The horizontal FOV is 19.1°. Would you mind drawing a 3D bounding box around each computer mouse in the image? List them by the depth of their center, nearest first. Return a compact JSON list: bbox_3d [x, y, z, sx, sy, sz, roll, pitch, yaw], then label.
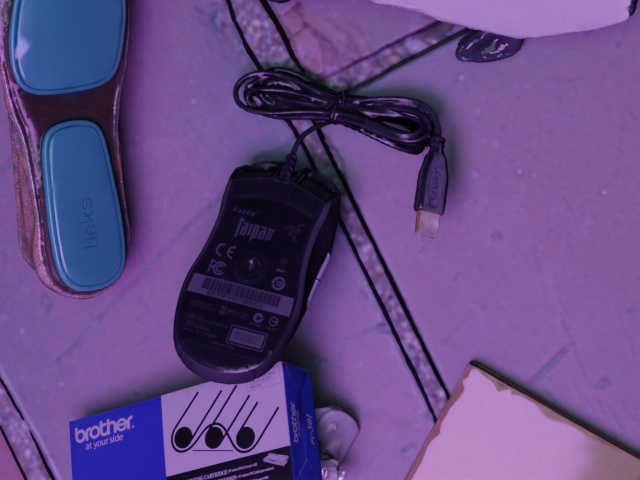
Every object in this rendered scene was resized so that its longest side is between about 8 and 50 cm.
[{"bbox_3d":[0.000,0.000,1.465,0.184,0.060,0.262,9,70,13],"label":"computer mouse"}]

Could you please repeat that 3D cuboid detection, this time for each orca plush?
[{"bbox_3d":[0.098,-0.218,1.457,0.287,0.102,0.151,-5,138,21],"label":"orca plush"}]

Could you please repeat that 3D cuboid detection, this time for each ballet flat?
[{"bbox_3d":[-0.210,-0.113,1.493,0.108,0.106,0.316,-3,100,-25],"label":"ballet flat"}]

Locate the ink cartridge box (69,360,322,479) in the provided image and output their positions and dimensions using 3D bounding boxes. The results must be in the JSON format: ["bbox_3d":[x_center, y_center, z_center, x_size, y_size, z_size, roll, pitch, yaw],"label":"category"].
[{"bbox_3d":[-0.100,0.167,1.483,0.207,0.046,0.097,-18,66,28],"label":"ink cartridge box"}]

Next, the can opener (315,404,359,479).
[{"bbox_3d":[-0.058,0.243,1.522,0.093,0.074,0.280,32,99,41],"label":"can opener"}]

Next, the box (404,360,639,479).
[{"bbox_3d":[0.141,0.221,1.496,0.164,0.021,0.201,29,99,7],"label":"box"}]
